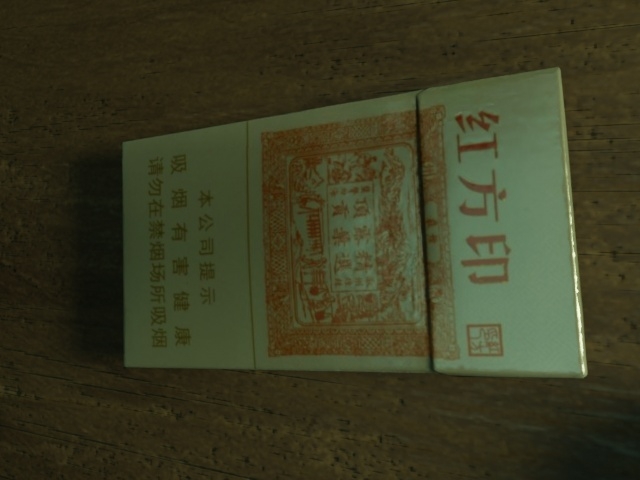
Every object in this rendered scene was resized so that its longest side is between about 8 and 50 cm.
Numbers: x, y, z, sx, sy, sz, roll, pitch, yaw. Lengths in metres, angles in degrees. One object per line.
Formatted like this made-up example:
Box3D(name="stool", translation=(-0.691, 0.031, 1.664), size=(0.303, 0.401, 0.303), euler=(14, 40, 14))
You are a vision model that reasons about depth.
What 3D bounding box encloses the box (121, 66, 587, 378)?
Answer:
Box3D(name="box", translation=(0.000, 0.000, 0.428), size=(0.366, 0.051, 0.204), euler=(-4, 84, 22))
